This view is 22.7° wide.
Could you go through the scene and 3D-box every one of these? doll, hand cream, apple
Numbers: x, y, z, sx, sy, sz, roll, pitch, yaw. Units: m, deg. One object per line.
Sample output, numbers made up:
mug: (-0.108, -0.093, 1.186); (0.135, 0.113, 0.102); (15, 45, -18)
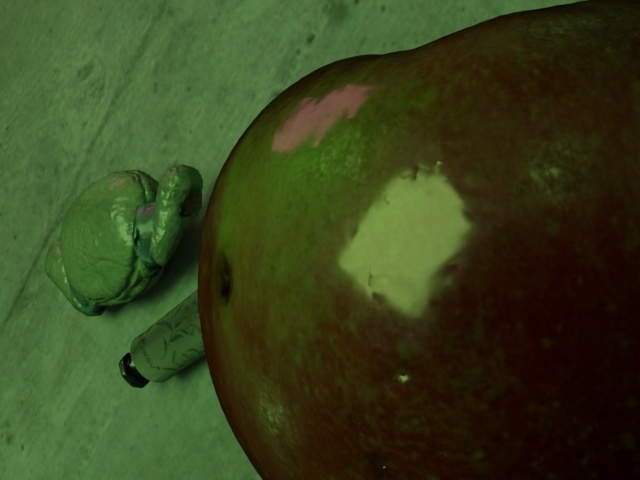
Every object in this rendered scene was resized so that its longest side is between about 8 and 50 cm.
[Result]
doll: (-0.168, 0.000, 1.320); (0.214, 0.071, 0.103); (-30, 60, 44)
hand cream: (-0.086, 0.058, 1.243); (0.194, 0.042, 0.067); (-37, 55, 31)
apple: (0.108, 0.026, 0.828); (0.348, 0.348, 0.277); (-8, 95, 46)
